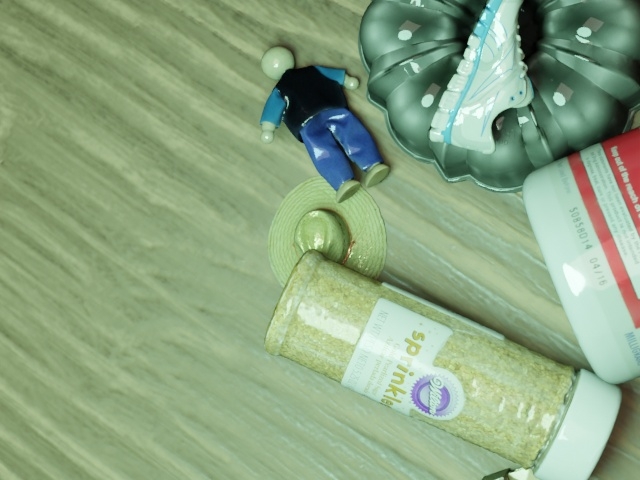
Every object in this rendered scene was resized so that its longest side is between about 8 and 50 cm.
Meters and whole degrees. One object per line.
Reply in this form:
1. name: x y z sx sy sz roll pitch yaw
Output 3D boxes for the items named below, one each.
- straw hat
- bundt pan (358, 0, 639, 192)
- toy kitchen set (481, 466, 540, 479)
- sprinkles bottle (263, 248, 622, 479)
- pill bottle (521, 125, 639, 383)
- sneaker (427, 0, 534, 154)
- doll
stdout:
1. straw hat: 0.000 0.000 1.639 0.144 0.061 0.145 0 88 12
2. bundt pan: 0.188 -0.217 1.571 0.330 0.124 0.331 -1 88 13
3. toy kitchen set: 0.196 0.279 1.583 0.083 0.068 0.075 -20 84 12
4. sprinkles bottle: 0.123 0.132 1.557 0.355 0.121 0.121 24 94 5
5. pill bottle: 0.419 -0.034 1.459 0.407 0.229 0.229 -23 84 12
6. sneaker: 0.177 -0.172 1.481 0.082 0.071 0.191 23 102 6
7. doll: -0.008 -0.133 1.643 0.129 0.046 0.189 -28 75 -15
